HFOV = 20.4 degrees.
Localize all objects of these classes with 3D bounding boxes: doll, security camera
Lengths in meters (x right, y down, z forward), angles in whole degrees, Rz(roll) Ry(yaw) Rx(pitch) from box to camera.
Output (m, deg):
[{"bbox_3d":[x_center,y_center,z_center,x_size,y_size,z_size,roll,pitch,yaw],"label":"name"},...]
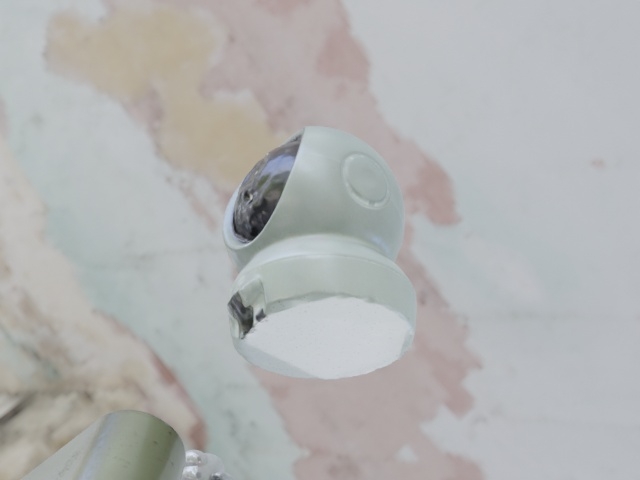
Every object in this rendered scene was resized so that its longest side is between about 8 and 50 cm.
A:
[{"bbox_3d":[-0.158,0.293,2.035,0.162,0.062,0.106,-28,-79,45],"label":"doll"},{"bbox_3d":[0.000,0.000,1.791,0.194,0.236,0.194,0,-29,0],"label":"security camera"}]

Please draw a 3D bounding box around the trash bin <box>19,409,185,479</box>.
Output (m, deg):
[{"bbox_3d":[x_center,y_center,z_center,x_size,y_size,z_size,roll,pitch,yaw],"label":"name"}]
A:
[{"bbox_3d":[-0.240,0.300,1.639,0.121,0.247,0.243,43,-61,-16],"label":"trash bin"}]
